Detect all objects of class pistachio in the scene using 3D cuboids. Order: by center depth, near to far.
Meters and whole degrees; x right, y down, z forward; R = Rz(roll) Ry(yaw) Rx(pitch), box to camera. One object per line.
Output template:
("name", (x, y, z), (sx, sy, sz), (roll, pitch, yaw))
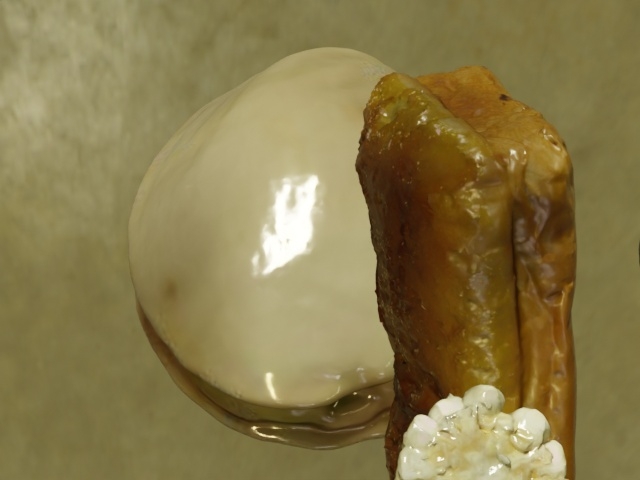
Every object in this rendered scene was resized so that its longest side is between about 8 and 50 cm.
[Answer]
("pistachio", (0.000, 0.000, 1.891), (0.365, 0.281, 0.445), (6, 49, 1))

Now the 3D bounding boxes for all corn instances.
("corn", (0.059, 0.147, 0.780), (0.087, 0.211, 0.087), (1, 53, -2))

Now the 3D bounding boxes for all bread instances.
("bread", (0.088, 0.081, 1.275), (0.109, 0.185, 0.380), (-12, 116, -19))

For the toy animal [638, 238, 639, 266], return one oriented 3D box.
("toy animal", (0.221, -0.039, 0.818), (0.138, 0.236, 0.108), (-29, 70, -33))
